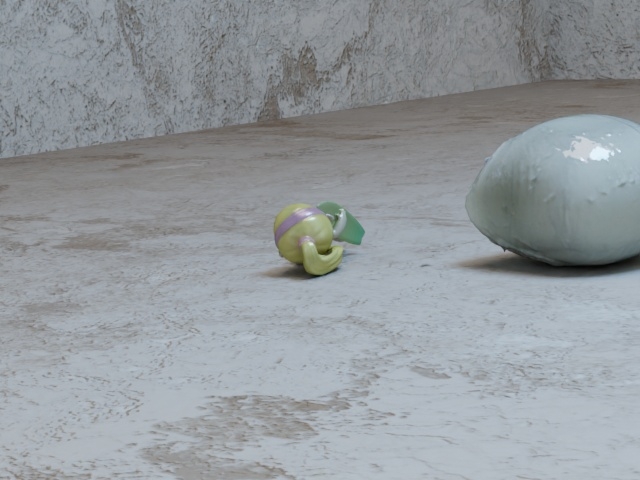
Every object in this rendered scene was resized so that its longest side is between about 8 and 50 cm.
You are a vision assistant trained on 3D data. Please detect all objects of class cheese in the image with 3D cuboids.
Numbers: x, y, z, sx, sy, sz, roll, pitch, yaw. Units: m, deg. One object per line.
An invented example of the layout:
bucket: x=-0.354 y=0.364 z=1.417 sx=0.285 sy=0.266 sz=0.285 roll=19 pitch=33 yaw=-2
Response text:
cheese: x=0.272 y=-0.052 z=1.707 sx=0.198 sy=0.154 sz=0.189 roll=-9 pitch=15 yaw=-32

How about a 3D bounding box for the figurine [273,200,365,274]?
figurine: x=0.000 y=0.000 z=1.800 sx=0.083 sy=0.083 sz=0.187 roll=-2 pitch=-4 yaw=12
